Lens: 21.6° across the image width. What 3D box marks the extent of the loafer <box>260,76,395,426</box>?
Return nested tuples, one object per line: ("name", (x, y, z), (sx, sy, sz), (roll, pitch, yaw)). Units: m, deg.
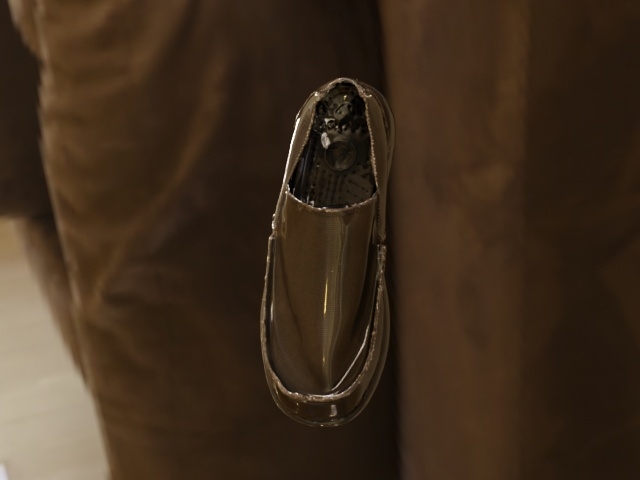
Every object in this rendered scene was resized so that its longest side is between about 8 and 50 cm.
("loafer", (0.000, 0.000, 1.004), (0.078, 0.080, 0.220), (62, -151, -72))
